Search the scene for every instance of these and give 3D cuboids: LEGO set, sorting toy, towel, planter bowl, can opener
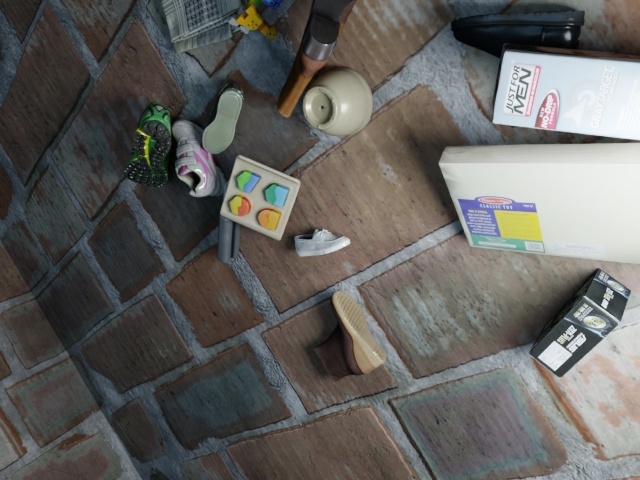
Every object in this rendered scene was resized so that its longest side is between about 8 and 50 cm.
[{"bbox_3d":[-0.122,-0.542,1.302,0.227,0.087,0.093,-26,129,38],"label":"LEGO set"},{"bbox_3d":[-0.173,-0.113,1.523,0.193,0.038,0.208,23,120,3],"label":"sorting toy"},{"bbox_3d":[-0.332,-0.677,1.437,0.312,0.056,0.324,-2,108,37],"label":"towel"},{"bbox_3d":[0.027,-0.317,1.285,0.162,0.109,0.162,16,119,31],"label":"planter bowl"},{"bbox_3d":[-0.252,-0.053,1.632,0.095,0.076,0.283,26,124,27],"label":"can opener"}]

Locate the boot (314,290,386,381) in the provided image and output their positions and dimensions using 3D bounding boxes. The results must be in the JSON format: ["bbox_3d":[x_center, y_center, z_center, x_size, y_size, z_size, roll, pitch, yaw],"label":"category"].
[{"bbox_3d":[0.047,0.276,1.537,0.207,0.090,0.248,-29,94,39],"label":"boot"}]

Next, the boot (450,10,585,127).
[{"bbox_3d":[0.363,-0.320,1.039,0.246,0.094,0.207,10,111,27],"label":"boot"}]

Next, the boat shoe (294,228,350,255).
[{"bbox_3d":[0.000,0.000,1.479,0.184,0.066,0.063,-7,106,49],"label":"boat shoe"}]

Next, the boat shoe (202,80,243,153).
[{"bbox_3d":[-0.269,-0.339,1.529,0.081,0.069,0.228,20,135,-18],"label":"boat shoe"}]

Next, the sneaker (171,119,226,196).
[{"bbox_3d":[-0.378,-0.239,1.622,0.103,0.111,0.252,-26,92,41],"label":"sneaker"}]

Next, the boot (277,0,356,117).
[{"bbox_3d":[-0.007,-0.450,1.247,0.096,0.264,0.280,15,158,-13],"label":"boot"}]

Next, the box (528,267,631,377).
[{"bbox_3d":[0.519,0.165,1.097,0.077,0.147,0.180,40,127,17],"label":"box"}]

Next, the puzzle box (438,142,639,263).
[{"bbox_3d":[0.449,-0.068,1.023,0.409,0.052,0.272,7,147,34],"label":"puzzle box"}]

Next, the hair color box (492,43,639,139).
[{"bbox_3d":[0.472,-0.234,0.865,0.374,0.185,0.114,10,114,13],"label":"hair color box"}]

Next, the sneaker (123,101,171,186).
[{"bbox_3d":[-0.525,-0.289,1.722,0.134,0.146,0.343,16,145,-21],"label":"sneaker"}]
